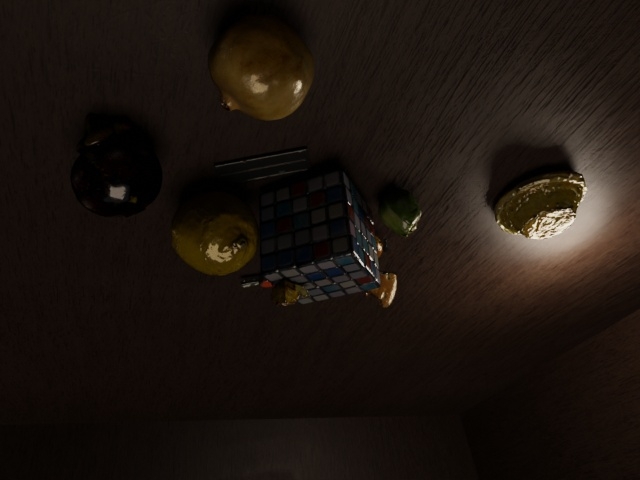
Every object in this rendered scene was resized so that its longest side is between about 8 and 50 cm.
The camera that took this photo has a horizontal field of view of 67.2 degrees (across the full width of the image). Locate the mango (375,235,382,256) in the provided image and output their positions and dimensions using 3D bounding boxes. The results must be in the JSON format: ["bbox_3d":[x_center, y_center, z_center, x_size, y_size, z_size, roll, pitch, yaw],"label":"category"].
[{"bbox_3d":[0.162,0.041,1.777,0.115,0.090,0.178,15,142,-15],"label":"mango"}]

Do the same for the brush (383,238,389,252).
[{"bbox_3d":[0.249,0.021,1.836,0.024,0.008,0.083,-10,144,4],"label":"brush"}]

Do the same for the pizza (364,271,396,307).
[{"bbox_3d":[0.216,0.191,1.990,0.193,0.154,0.069,19,159,-3],"label":"pizza"}]

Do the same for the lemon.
[{"bbox_3d":[-0.308,-0.019,1.429,0.253,0.310,0.254,-17,118,-35],"label":"lemon"}]

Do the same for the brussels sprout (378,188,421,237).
[{"bbox_3d":[0.263,-0.095,1.576,0.131,0.145,0.183,-49,177,11],"label":"brussels sprout"}]

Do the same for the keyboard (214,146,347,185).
[{"bbox_3d":[-0.114,-0.221,1.413,0.380,0.041,0.104,-5,145,5],"label":"keyboard"}]

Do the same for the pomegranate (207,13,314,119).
[{"bbox_3d":[-0.127,-0.375,1.043,0.232,0.233,0.233,-6,144,-4],"label":"pomegranate"}]

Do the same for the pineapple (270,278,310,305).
[{"bbox_3d":[-0.083,0.146,1.387,0.114,0.077,0.114,1,-173,-29],"label":"pineapple"}]

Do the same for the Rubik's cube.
[{"bbox_3d":[0.000,0.000,1.477,0.292,0.287,0.292,-16,150,20],"label":"Rubik's cube"}]

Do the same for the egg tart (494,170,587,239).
[{"bbox_3d":[0.777,-0.103,1.683,0.340,0.132,0.341,-6,146,-4],"label":"egg tart"}]

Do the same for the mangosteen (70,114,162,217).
[{"bbox_3d":[-0.530,-0.189,1.230,0.228,0.228,0.266,-18,105,12],"label":"mangosteen"}]

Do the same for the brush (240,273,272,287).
[{"bbox_3d":[-0.153,0.138,1.877,0.322,0.051,0.070,-10,151,-4],"label":"brush"}]
